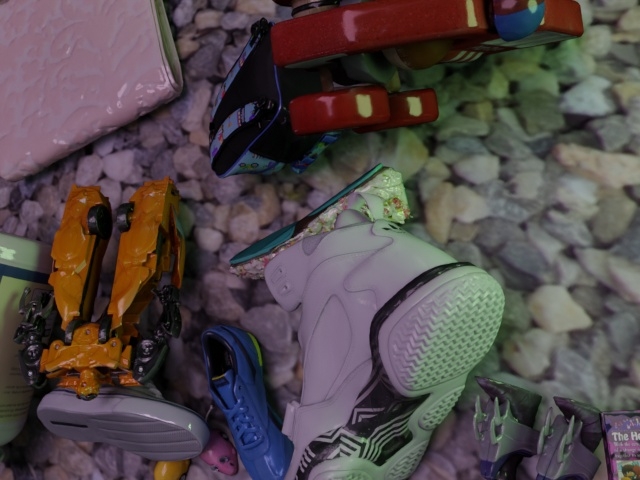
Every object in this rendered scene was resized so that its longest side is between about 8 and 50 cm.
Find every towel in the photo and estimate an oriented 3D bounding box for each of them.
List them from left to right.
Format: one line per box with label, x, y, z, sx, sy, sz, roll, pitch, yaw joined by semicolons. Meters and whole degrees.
towel;-0.373;-0.286;1.125;0.332;0.053;0.317;-23;68;21

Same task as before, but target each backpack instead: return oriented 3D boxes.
backpack;-0.062;-0.149;0.889;0.173;0.117;0.158;-42;44;44

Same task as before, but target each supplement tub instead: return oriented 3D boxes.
supplement tub;-0.490;0.140;0.984;0.235;0.235;0.325;12;84;29

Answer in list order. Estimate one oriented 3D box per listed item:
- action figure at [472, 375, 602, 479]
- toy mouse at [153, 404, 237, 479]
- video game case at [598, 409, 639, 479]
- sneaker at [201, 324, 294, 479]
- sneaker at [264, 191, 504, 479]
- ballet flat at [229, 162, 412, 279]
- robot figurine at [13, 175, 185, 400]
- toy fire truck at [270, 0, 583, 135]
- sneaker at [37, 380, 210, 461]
action figure;0.170;0.279;0.675;0.185;0.099;0.285;4;72;46
toy mouse;-0.140;0.286;0.882;0.143;0.031;0.161;23;90;30
video game case;0.361;0.240;0.597;0.232;0.042;0.210;-7;76;14
sneaker;-0.091;0.197;0.849;0.069;0.082;0.209;-28;68;18
sneaker;0.022;0.132;0.766;0.210;0.137;0.366;48;120;39
ballet flat;0.000;0.000;0.851;0.241;0.091;0.077;-31;99;24
robot figurine;-0.259;0.060;0.916;0.211;0.085;0.291;-4;61;11
toy fire truck;0.104;-0.204;0.720;0.254;0.302;0.169;-6;96;31
sneaker;-0.237;0.202;0.913;0.258;0.094;0.091;3;39;28
